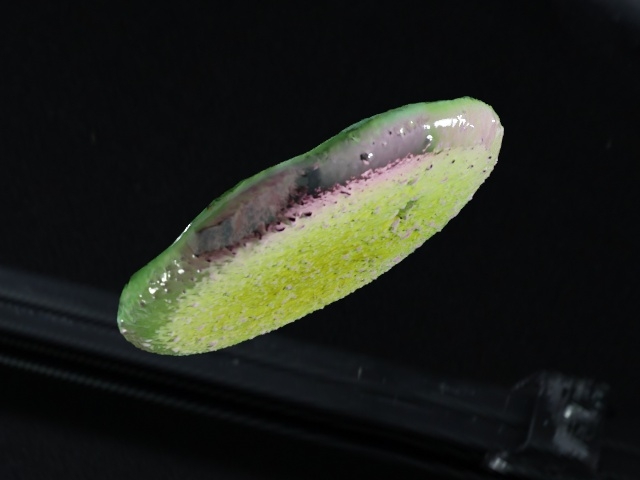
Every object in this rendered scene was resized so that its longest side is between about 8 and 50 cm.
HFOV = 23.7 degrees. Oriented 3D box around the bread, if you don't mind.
[{"bbox_3d":[0.000,0.000,0.796,0.228,0.228,0.033,-27,-106,-12],"label":"bread"}]
